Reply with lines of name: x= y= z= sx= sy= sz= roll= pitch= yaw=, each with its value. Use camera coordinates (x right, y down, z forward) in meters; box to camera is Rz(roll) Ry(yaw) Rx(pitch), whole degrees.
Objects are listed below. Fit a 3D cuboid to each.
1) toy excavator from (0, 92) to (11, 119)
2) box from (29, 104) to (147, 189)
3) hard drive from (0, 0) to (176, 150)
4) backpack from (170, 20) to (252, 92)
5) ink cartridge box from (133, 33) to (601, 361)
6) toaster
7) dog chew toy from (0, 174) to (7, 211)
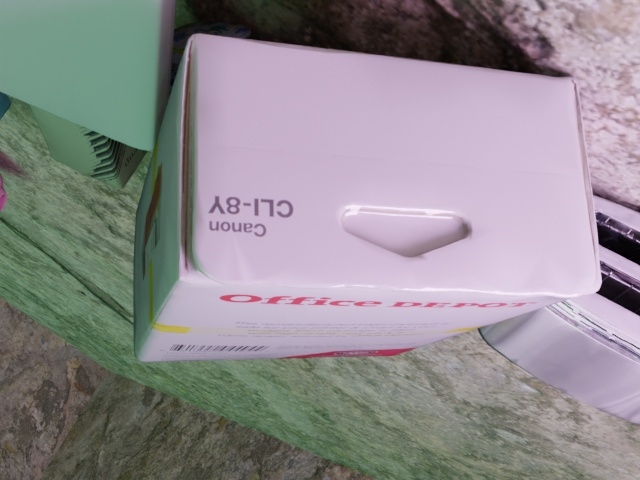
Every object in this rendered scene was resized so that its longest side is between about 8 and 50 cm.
toy excavator: x=-0.450 y=-0.096 z=0.770 sx=0.222 sy=0.445 sz=0.433 roll=16 pitch=155 yaw=33
box: x=-0.223 y=-0.163 z=0.800 sx=0.094 sy=0.113 sz=0.275 roll=25 pitch=161 yaw=3
hard drive: x=-0.192 y=-0.192 z=0.536 sx=0.203 sy=0.040 sz=0.307 roll=23 pitch=151 yaw=-1
backpack: x=-0.106 y=-0.142 z=0.713 sx=0.114 sy=0.105 sz=0.084 roll=12 pitch=131 yaw=38
ink cartridge box: x=0.000 y=0.000 z=0.673 sx=0.279 sy=0.161 sz=0.384 roll=2 pitch=166 yaw=-17
toaster: x=0.236 y=0.053 z=0.690 sx=0.227 sy=0.129 sz=0.146 roll=29 pitch=156 yaw=5
dog chew toy: x=-0.705 y=-0.122 z=1.412 sx=0.331 sy=0.207 sz=0.206 roll=20 pitch=159 yaw=0
